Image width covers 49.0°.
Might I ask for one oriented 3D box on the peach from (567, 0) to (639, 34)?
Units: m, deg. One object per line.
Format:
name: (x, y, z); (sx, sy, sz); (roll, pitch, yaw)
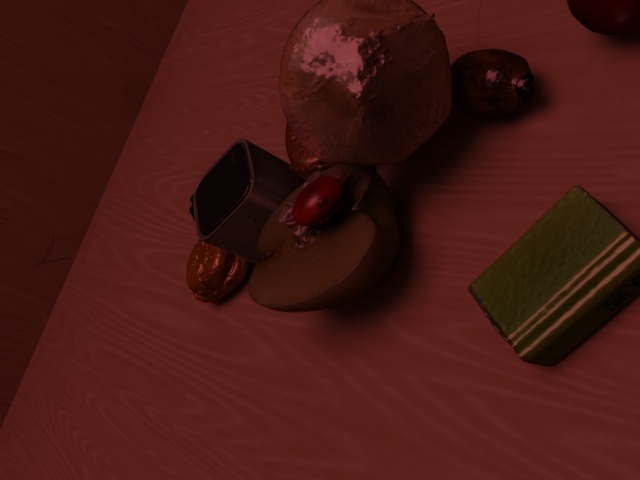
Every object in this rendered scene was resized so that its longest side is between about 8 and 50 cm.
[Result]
peach: (0.565, -0.502, 1.302); (0.243, 0.199, 0.243); (-43, 30, 33)

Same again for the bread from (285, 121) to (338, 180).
bread: (0.029, -0.322, 1.874); (0.236, 0.183, 0.388); (-18, 54, 42)

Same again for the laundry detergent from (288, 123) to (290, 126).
laundry detergent: (0.019, -0.354, 1.759); (0.226, 0.070, 0.099); (-23, 59, 22)

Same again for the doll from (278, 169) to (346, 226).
doll: (-0.008, -0.093, 1.567); (0.183, 0.085, 0.217); (-50, 17, -11)

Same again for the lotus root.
lotus root: (0.365, -0.334, 1.504); (0.260, 0.128, 0.145); (29, 107, 61)

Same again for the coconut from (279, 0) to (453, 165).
coconut: (0.096, -0.345, 1.509); (0.405, 0.405, 0.404); (-30, 46, 37)

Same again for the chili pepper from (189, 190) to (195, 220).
chili pepper: (-0.287, -0.123, 2.167); (0.261, 0.165, 0.173); (-13, 46, 45)

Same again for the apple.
apple: (0.000, 0.000, 1.612); (0.360, 0.320, 0.311); (-29, 85, 30)

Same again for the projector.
projector: (-0.176, -0.095, 1.926); (0.248, 0.249, 0.248); (-43, 40, 26)

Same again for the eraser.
eraser: (0.415, 0.066, 1.214); (0.274, 0.092, 0.210); (-48, 38, 18)

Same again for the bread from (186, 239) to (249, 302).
bread: (-0.308, 0.077, 2.092); (0.236, 0.120, 0.198); (-37, 45, 33)
